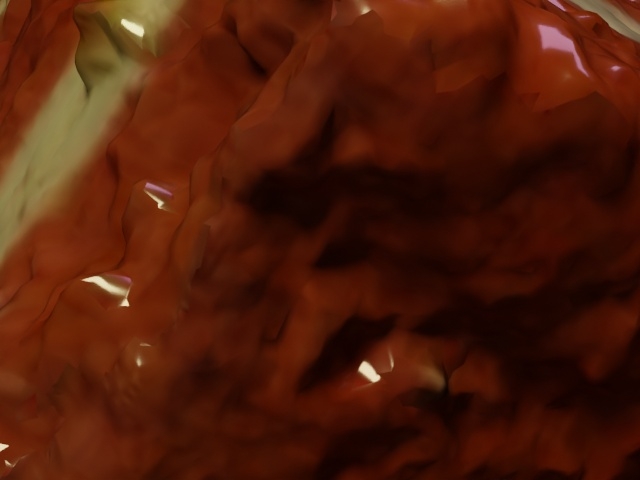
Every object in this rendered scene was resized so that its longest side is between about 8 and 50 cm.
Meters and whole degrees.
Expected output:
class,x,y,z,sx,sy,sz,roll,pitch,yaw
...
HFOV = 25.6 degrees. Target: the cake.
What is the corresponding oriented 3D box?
class,x,y,z,sx,sy,sz,roll,pitch,yaw
cake,0.000,0.000,0.505,0.270,0.269,0.319,25,22,-29
